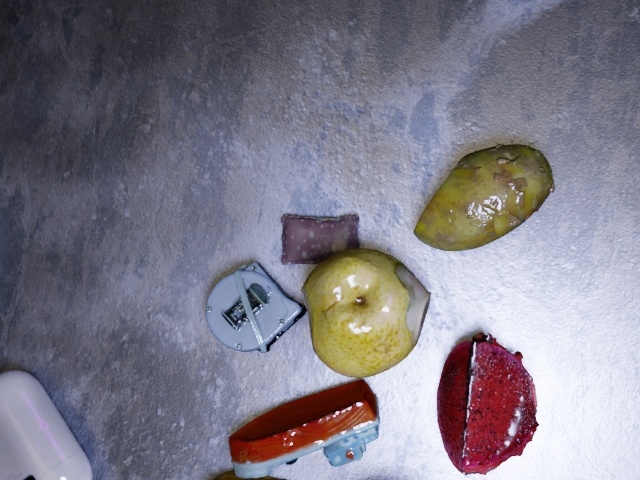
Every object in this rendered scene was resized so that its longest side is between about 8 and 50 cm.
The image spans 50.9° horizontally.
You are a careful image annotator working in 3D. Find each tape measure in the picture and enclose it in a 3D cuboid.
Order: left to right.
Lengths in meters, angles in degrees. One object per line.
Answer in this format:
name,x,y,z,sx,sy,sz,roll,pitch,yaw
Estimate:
tape measure,-0.151,0.151,1.441,0.182,0.107,0.181,40,87,11

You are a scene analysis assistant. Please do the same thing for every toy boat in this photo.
toy boat,-0.032,0.408,1.370,0.331,0.145,0.133,-21,103,7

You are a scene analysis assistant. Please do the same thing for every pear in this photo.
pear,0.078,0.138,1.317,0.271,0.271,0.271,-2,83,13

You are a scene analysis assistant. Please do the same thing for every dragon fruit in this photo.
dragon fruit,0.311,0.305,1.302,0.189,0.163,0.262,4,88,47

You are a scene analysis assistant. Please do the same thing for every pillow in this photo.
pillow,0.000,0.000,1.455,0.184,0.043,0.118,0,86,13

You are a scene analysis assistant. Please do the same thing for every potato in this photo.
potato,0.319,-0.084,1.343,0.298,0.141,0.176,-30,69,7

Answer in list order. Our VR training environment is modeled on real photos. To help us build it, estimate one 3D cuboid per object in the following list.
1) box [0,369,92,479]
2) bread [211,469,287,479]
box,-0.690,0.489,1.503,0.288,0.141,0.349,-39,77,5
bread,-0.157,0.562,1.375,0.158,0.143,0.149,6,85,10
